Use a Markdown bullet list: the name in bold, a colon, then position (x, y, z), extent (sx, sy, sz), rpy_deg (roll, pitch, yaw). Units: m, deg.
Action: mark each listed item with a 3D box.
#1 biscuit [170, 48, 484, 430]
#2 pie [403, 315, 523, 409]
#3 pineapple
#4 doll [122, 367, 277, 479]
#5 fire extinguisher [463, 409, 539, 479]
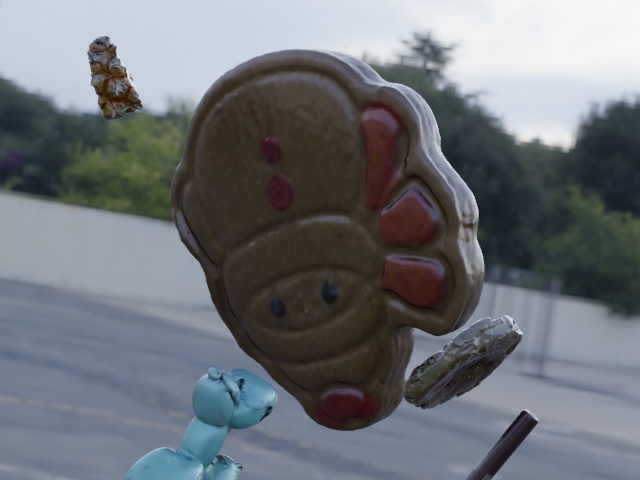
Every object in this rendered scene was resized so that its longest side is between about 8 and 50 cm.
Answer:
- **biscuit**: position (0.000, 0.000, 1.515), extent (0.359, 0.381, 0.074), rpy_deg (-14, -2, 43)
- **pie**: position (0.195, 0.174, 2.164), extent (0.046, 0.195, 0.195), rpy_deg (56, 19, 22)
- **pineapple**: position (-0.336, -0.268, 2.529), extent (0.069, 0.137, 0.116), rpy_deg (-17, -1, 5)
- **doll**: position (-0.098, 0.176, 1.292), extent (0.059, 0.158, 0.159), rpy_deg (27, -34, 24)
- **fire extinguisher**: position (0.238, 0.306, 2.145), extent (0.035, 0.173, 0.049), rpy_deg (37, 5, -27)
